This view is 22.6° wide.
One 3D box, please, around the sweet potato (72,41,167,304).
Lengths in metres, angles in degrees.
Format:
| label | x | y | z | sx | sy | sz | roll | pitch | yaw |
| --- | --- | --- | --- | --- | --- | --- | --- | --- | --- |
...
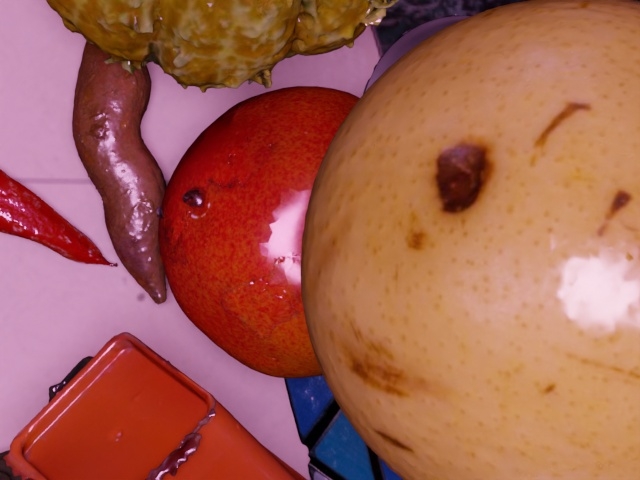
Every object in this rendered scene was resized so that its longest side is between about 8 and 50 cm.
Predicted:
| label | x | y | z | sx | sy | sz | roll | pitch | yaw |
| --- | --- | --- | --- | --- | --- | --- | --- | --- | --- |
| sweet potato | -0.147 | -0.059 | 1.184 | 0.065 | 0.051 | 0.218 | -8 | 87 | -20 |

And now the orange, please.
| label | x | y | z | sx | sy | sz | roll | pitch | yaw |
| --- | --- | --- | --- | --- | --- | --- | --- | --- | --- |
| orange | -0.072 | -0.251 | 1.134 | 0.301 | 0.223 | 0.300 | -21 | 75 | -17 |

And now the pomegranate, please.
| label | x | y | z | sx | sy | sz | roll | pitch | yaw |
| --- | --- | --- | --- | --- | --- | --- | --- | --- | --- |
| pomegranate | 0.000 | 0.000 | 1.144 | 0.235 | 0.210 | 0.210 | 24 | 78 | -10 |

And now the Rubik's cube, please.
| label | x | y | z | sx | sy | sz | roll | pitch | yaw |
| --- | --- | --- | --- | --- | --- | --- | --- | --- | --- |
| Rubik's cube | 0.135 | 0.209 | 1.237 | 0.234 | 0.284 | 0.250 | -14 | 115 | -39 |

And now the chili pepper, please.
| label | x | y | z | sx | sy | sz | roll | pitch | yaw |
| --- | --- | --- | --- | --- | --- | --- | --- | --- | --- |
| chili pepper | -0.226 | -0.022 | 1.169 | 0.178 | 0.027 | 0.045 | 33 | 76 | -14 |

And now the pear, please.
| label | x | y | z | sx | sy | sz | roll | pitch | yaw |
| --- | --- | --- | --- | --- | --- | --- | --- | --- | --- |
| pear | 0.165 | 0.022 | 0.960 | 0.348 | 0.348 | 0.348 | 2 | 84 | -17 |

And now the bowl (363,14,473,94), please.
| label | x | y | z | sx | sy | sz | roll | pitch | yaw |
| --- | --- | --- | --- | --- | --- | --- | --- | --- | --- |
| bowl | 0.132 | -0.094 | 1.256 | 0.189 | 0.086 | 0.189 | 2 | 84 | -17 |

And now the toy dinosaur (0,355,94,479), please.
| label | x | y | z | sx | sy | sz | roll | pitch | yaw |
| --- | --- | --- | --- | --- | --- | --- | --- | --- | --- |
| toy dinosaur | -0.239 | 0.154 | 1.156 | 0.179 | 0.087 | 0.187 | 30 | 55 | 25 |

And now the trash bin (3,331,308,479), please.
| label | x | y | z | sx | sy | sz | roll | pitch | yaw |
| --- | --- | --- | --- | --- | --- | --- | --- | --- | --- |
| trash bin | -0.099 | 0.192 | 1.074 | 0.184 | 0.161 | 0.239 | -48 | 138 | -12 |
